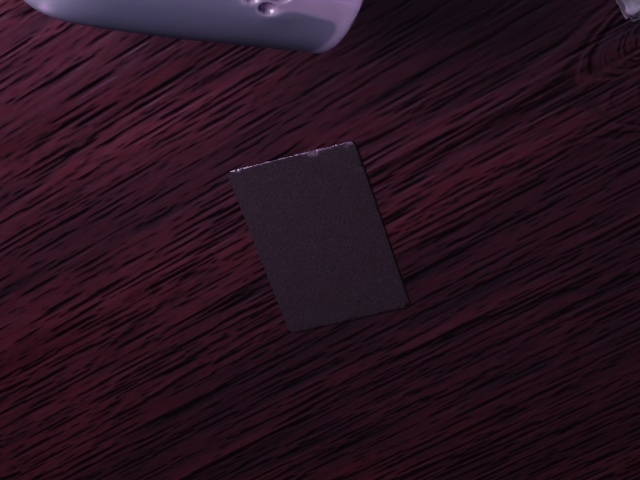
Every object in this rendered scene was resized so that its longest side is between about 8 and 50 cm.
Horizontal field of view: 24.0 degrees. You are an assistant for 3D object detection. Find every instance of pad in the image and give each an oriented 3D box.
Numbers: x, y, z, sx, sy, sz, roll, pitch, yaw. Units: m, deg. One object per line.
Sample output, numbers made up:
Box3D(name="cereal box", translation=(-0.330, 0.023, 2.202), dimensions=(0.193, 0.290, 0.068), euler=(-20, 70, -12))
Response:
Box3D(name="pad", translation=(0.000, 0.000, 1.606), dimensions=(0.142, 0.003, 0.211), euler=(-13, 118, 11))

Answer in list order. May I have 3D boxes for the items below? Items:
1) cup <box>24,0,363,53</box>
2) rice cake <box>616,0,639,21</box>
Box3D(name="cup", translation=(-0.110, -0.342, 1.240), dimensions=(0.274, 0.259, 0.357), euler=(2, 104, -20))
Box3D(name="rice cake", translation=(0.261, -0.299, 1.395), dimensions=(0.043, 0.034, 0.211), euler=(-26, 115, 8))
